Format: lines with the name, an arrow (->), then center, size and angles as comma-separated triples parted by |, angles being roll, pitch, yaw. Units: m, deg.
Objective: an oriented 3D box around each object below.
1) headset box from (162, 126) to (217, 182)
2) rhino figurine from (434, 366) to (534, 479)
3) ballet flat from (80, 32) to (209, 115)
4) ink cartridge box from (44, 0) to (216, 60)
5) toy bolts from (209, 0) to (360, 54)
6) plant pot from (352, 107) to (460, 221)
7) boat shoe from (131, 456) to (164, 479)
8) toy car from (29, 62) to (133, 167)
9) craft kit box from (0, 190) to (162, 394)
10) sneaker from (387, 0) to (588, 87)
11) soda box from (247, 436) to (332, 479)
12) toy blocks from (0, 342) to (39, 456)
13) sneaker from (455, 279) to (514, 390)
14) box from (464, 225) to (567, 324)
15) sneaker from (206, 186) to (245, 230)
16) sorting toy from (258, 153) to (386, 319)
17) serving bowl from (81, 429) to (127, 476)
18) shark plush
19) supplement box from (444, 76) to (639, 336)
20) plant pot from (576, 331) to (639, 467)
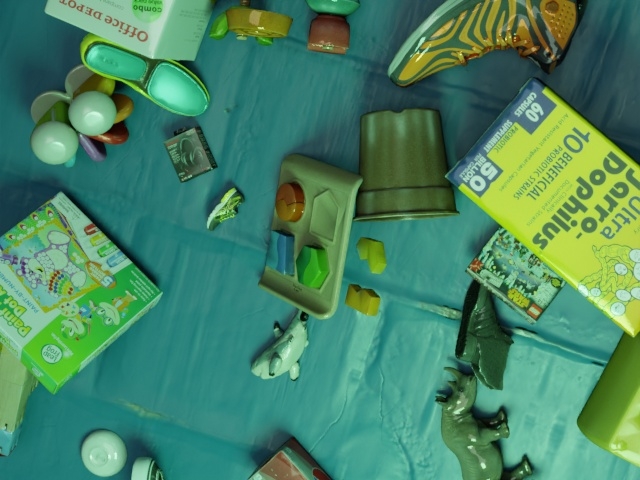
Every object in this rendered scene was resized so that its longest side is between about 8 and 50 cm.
headset box -> -0.216, -0.145, 2.001 | 0.062, 0.032, 0.083 | -22, 93, 14
rhino figurine -> 0.251, 0.312, 1.936 | 0.106, 0.073, 0.243 | -26, 89, 11
ballet flat -> -0.284, -0.276, 1.961 | 0.231, 0.077, 0.077 | 23, 108, -30
ink cartridge box -> -0.266, -0.439, 1.891 | 0.198, 0.197, 0.270 | 24, 102, 8
toy bolts -> -0.046, -0.384, 1.861 | 0.228, 0.218, 0.159 | 6, 92, -9
plant pot -> 0.129, -0.115, 1.873 | 0.167, 0.167, 0.165 | -3, 88, 13
boat shoe -> -0.250, 0.507, 2.049 | 0.104, 0.113, 0.306 | -7, 98, 6
toy car -> -0.387, -0.190, 1.991 | 0.182, 0.159, 0.136 | -35, 126, 12
craft kit box -> -0.431, 0.081, 1.984 | 0.250, 0.061, 0.246 | 44, 59, 4
sneaker -> 0.264, -0.301, 1.831 | 0.321, 0.124, 0.180 | -39, 87, 14
soda box -> 0.003, 0.456, 2.001 | 0.092, 0.083, 0.263 | -43, 87, 14
toy blocks -> -0.632, 0.212, 2.076 | 0.381, 0.191, 0.261 | 19, 113, 3
sneaker -> 0.267, 0.146, 1.922 | 0.089, 0.051, 0.170 | 18, 79, -16
box -> 0.308, 0.053, 1.895 | 0.137, 0.027, 0.094 | 38, 76, 5
sneaker -> -0.156, -0.046, 2.001 | 0.035, 0.031, 0.083 | 36, 103, 5
sorting toy -> 0.000, 0.000, 1.868 | 0.307, 0.041, 0.229 | 24, 103, 54
serving bowl -> -0.379, 0.372, 2.102 | 0.083, 0.027, 0.083 | 2, 98, 11
shark plush -> -0.062, 0.160, 1.996 | 0.067, 0.073, 0.161 | 33, 109, 38
supplement box -> 0.388, -0.057, 1.798 | 0.356, 0.195, 0.194 | 41, 103, 4
plant pot -> 0.523, 0.260, 1.811 | 0.212, 0.187, 0.212 | 27, 102, 7
